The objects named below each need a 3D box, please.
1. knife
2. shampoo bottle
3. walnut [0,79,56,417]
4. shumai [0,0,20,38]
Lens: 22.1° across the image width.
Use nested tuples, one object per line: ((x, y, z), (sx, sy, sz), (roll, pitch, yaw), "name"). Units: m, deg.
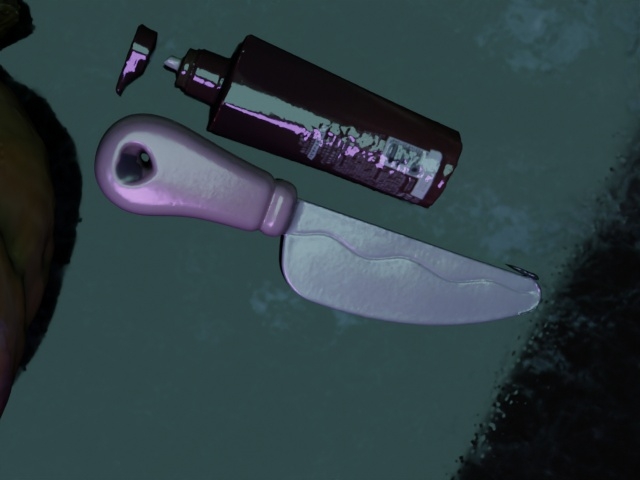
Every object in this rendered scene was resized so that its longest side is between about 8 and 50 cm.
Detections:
((-0.002, 0.003, 1.155), (0.336, 0.043, 0.081), (23, 97, -9), "knife")
((-0.021, -0.089, 1.134), (0.236, 0.067, 0.068), (22, 81, -6), "shampoo bottle")
((-0.318, 0.029, 0.983), (0.306, 0.306, 0.344), (27, 127, -7), "walnut")
((-0.279, -0.162, 1.079), (0.139, 0.123, 0.105), (-27, 85, 10), "shumai")
